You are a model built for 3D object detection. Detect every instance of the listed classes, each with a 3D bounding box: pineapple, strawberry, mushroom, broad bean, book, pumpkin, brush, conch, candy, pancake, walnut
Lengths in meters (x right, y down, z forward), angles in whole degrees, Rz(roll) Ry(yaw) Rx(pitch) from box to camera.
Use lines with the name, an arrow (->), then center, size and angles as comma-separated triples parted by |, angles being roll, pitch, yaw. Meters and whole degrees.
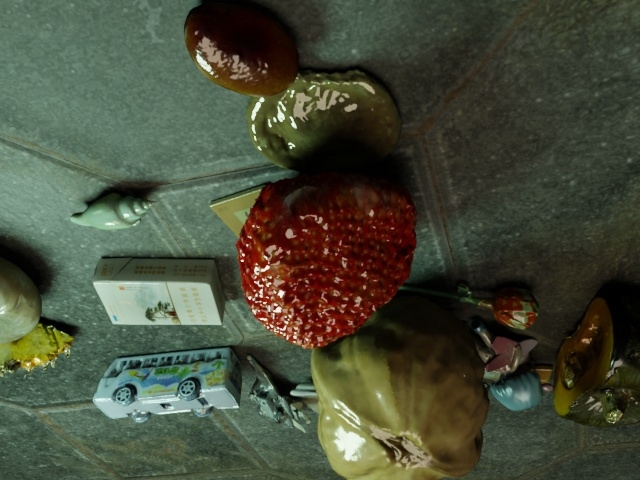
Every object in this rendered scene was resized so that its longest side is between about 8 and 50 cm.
pineapple -> -0.685, 0.253, 1.580 | 0.249, 0.164, 0.140 | 16, 146, -18
strawberry -> 0.000, 0.000, 1.126 | 0.312, 0.267, 0.351 | -37, 154, -4
mushroom -> -0.677, 0.146, 1.397 | 0.243, 0.244, 0.244 | 2, 140, 2
broad bean -> -0.106, -0.258, 0.976 | 0.165, 0.084, 0.114 | 14, 127, -17
book -> -0.105, -0.028, 1.302 | 0.118, 0.012, 0.172 | -16, 136, 22
pumpkin -> 0.613, 0.262, 1.411 | 0.232, 0.242, 0.325 | 12, 144, 4
brush -> 0.358, 0.302, 1.648 | 0.336, 0.020, 0.085 | 2, 140, 3
conch -> -0.356, -0.053, 1.268 | 0.180, 0.088, 0.065 | -8, 95, 24
candy -> 0.282, 0.113, 1.410 | 0.287, 0.078, 0.084 | 10, 178, 8
pancake -> 0.004, -0.174, 1.097 | 0.236, 0.042, 0.222 | 16, 137, -14
walnut -> 0.152, 0.280, 1.366 | 0.383, 0.384, 0.384 | 2, 140, 2

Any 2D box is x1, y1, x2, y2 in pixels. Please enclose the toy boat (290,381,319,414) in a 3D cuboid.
toy boat -> 0.118, 0.409, 1.748 | 0.293, 0.111, 0.276 | -2, 141, 27

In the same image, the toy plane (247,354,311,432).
toy plane -> -0.124, 0.373, 1.725 | 0.192, 0.088, 0.262 | 8, 145, 41

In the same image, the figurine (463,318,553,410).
figurine -> 0.369, 0.277, 1.547 | 0.205, 0.103, 0.260 | -30, 117, 26

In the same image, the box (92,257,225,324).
box -> -0.317, 0.105, 1.438 | 0.233, 0.067, 0.150 | 0, 138, 4

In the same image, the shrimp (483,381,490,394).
shrimp -> 0.343, 0.391, 1.724 | 0.152, 0.046, 0.219 | 28, 142, -25

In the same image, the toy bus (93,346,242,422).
toy bus -> -0.346, 0.329, 1.651 | 0.329, 0.136, 0.109 | -7, 140, 13
